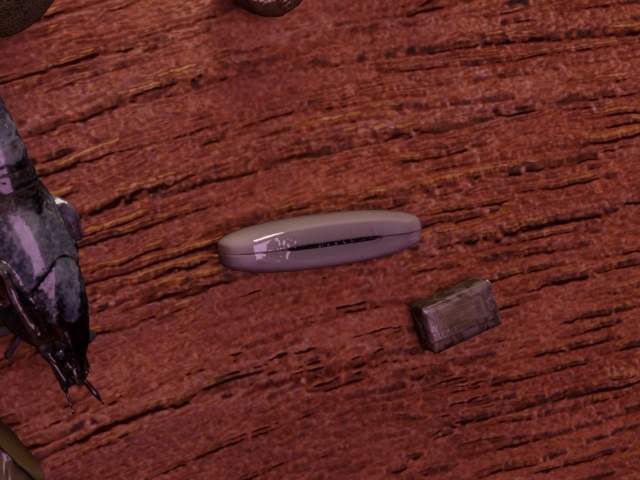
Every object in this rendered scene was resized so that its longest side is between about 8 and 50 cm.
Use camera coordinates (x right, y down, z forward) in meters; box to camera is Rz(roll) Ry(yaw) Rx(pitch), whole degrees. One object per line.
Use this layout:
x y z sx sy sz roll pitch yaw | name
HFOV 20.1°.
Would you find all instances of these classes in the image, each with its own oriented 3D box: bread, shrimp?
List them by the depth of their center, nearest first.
-0.330 -0.017 1.839 0.221 0.166 0.411 -28 112 -45 | shrimp
-0.072 -0.292 1.963 0.082 0.060 0.113 -29 103 -17 | bread

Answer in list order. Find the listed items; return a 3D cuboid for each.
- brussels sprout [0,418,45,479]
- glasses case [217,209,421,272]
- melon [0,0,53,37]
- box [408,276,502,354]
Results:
-0.402 0.277 1.812 0.244 0.244 0.244 -2 96 -22 | brussels sprout
0.000 0.000 2.003 0.233 0.092 0.059 -9 96 -22 | glasses case
-0.325 -0.284 1.819 0.139 0.139 0.192 20 83 -22 | melon
0.157 0.086 2.098 0.098 0.045 0.062 -21 103 -18 | box
